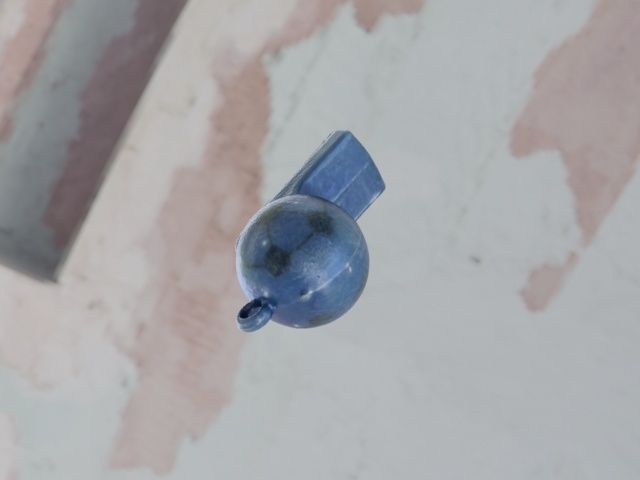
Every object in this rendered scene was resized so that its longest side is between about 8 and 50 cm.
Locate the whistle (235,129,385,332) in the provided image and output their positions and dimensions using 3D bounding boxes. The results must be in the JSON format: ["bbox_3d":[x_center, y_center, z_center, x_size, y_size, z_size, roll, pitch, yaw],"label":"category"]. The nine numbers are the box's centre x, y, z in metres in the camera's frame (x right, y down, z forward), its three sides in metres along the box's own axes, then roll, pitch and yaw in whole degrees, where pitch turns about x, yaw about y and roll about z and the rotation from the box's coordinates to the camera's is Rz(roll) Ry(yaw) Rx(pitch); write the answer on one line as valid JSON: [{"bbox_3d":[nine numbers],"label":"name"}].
[{"bbox_3d":[0.000,0.000,1.215,0.090,0.090,0.158,13,-126,47],"label":"whistle"}]
